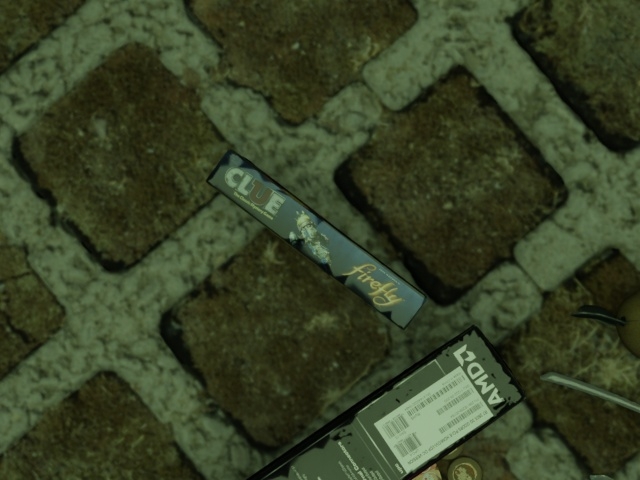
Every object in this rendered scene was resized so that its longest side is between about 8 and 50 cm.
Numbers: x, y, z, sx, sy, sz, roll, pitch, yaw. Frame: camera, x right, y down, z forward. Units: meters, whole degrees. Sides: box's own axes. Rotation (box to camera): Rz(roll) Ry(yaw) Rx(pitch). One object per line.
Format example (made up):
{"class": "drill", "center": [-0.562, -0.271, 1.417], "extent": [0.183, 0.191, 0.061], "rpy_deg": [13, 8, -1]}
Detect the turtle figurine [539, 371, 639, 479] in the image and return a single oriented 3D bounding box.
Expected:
{"class": "turtle figurine", "center": [0.390, 0.231, 1.772], "extent": [0.266, 0.198, 0.274], "rpy_deg": [-20, 92, 2]}

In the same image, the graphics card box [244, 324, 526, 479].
{"class": "graphics card box", "center": [0.029, 0.221, 1.762], "extent": [0.371, 0.233, 0.094], "rpy_deg": [-36, 83, 1]}

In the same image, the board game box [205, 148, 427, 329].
{"class": "board game box", "center": [0.000, 0.000, 1.815], "extent": [0.243, 0.165, 0.042], "rpy_deg": [37, 91, 3]}

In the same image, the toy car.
{"class": "toy car", "center": [0.352, 0.065, 1.810], "extent": [0.188, 0.155, 0.149], "rpy_deg": [-2, 89, 16]}

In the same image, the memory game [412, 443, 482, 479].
{"class": "memory game", "center": [0.079, 0.262, 1.881], "extent": [0.186, 0.012, 0.186], "rpy_deg": [0, 88, 3]}
